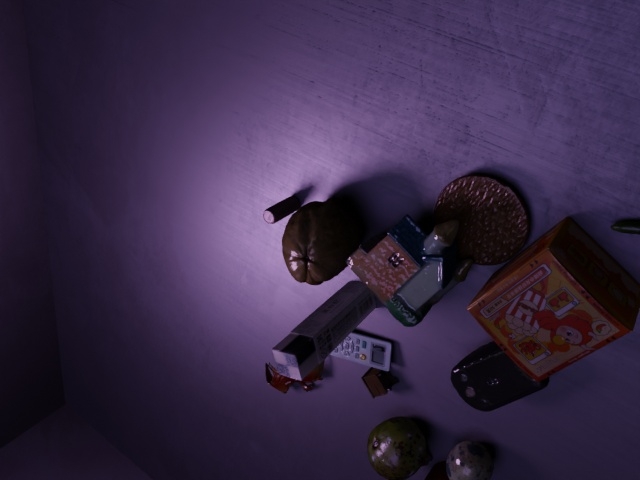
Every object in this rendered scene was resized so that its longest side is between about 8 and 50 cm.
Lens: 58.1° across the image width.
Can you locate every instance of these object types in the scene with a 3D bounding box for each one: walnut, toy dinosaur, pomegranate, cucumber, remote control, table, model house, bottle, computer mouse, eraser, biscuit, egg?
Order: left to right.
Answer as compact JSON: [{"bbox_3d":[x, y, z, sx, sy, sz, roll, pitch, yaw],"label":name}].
[{"bbox_3d":[-0.123,-0.098,1.837,0.053,0.140,0.053,17,121,30],"label":"bottle"},{"bbox_3d":[-0.097,0.482,2.170,0.206,0.113,0.327,21,140,-4],"label":"toy dinosaur"},{"bbox_3d":[0.000,0.000,1.711,0.227,0.283,0.283,13,122,11],"label":"walnut"},{"bbox_3d":[0.021,0.262,1.741,0.096,0.403,0.098,6,119,38],"label":"eraser"},{"bbox_3d":[0.111,0.357,1.962,0.293,0.051,0.103,12,107,31],"label":"remote control"},{"bbox_3d":[0.203,0.471,1.940,0.082,0.070,0.083,-28,94,43],"label":"table"},{"bbox_3d":[0.280,0.712,1.952,0.247,0.214,0.214,29,140,-28],"label":"pomegranate"},{"bbox_3d":[0.284,0.035,1.570,0.267,0.194,0.325,48,130,8],"label":"model house"},{"bbox_3d":[0.468,0.717,1.822,0.141,0.141,0.182,34,130,18],"label":"egg"},{"bbox_3d":[0.423,-0.054,1.518,0.261,0.037,0.262,19,125,30],"label":"biscuit"},{"bbox_3d":[0.508,0.374,1.639,0.269,0.100,0.170,-37,93,38],"label":"computer mouse"},{"bbox_3d":[0.745,-0.026,1.292,0.167,0.039,0.039,9,118,36],"label":"cucumber"}]

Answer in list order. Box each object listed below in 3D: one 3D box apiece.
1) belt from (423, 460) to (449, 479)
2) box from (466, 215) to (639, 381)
[{"bbox_3d":[0.453,0.919,1.962,0.227,0.115,0.324,-3,109,40],"label":"belt"},{"bbox_3d":[0.566,0.148,1.403,0.259,0.213,0.283,45,131,6],"label":"box"}]
